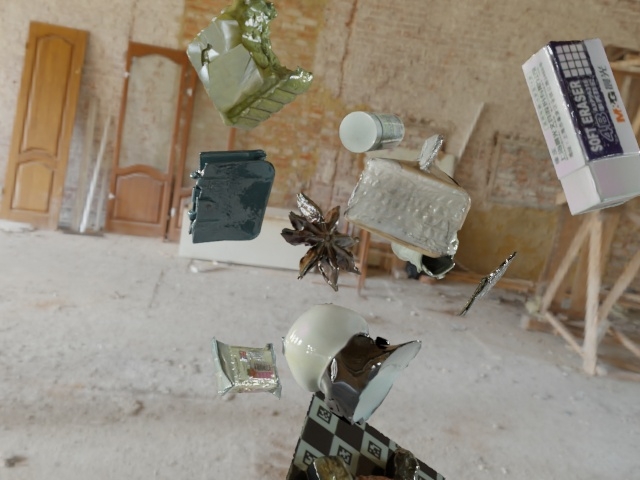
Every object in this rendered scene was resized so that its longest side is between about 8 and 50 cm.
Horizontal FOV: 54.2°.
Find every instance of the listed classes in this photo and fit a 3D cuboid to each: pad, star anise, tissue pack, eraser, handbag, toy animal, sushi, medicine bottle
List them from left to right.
[{"bbox_3d":[-0.202,-0.092,1.360,0.179,0.229,0.062,-7,46,-29],"label":"handbag"},{"bbox_3d":[-0.001,-0.001,1.639,0.288,0.288,0.088,-2,-20,-45],"label":"star anise"},{"bbox_3d":[0.038,0.174,0.970,0.179,0.166,0.138,35,-17,19],"label":"toy animal"},{"bbox_3d":[0.115,-0.236,1.354,0.086,0.086,0.183,13,15,23],"label":"medicine bottle"},{"bbox_3d":[0.108,0.451,1.122,0.343,0.064,0.359,37,27,-6],"label":"sushi"},{"bbox_3d":[0.195,-0.114,1.292,0.239,0.238,0.305,10,9,8],"label":"tissue pack"},{"bbox_3d":[0.495,0.130,1.846,0.022,0.174,0.233,40,39,20],"label":"pad"},{"bbox_3d":[0.456,-0.197,1.074,0.130,0.287,0.086,-13,-9,-20],"label":"eraser"}]

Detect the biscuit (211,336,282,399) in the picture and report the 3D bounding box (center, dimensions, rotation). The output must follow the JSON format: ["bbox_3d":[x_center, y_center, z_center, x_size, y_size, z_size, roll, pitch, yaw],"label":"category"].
[{"bbox_3d":[-0.223,0.391,1.915,0.079,0.186,0.309,-26,-26,27],"label":"biscuit"}]

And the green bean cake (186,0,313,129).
[{"bbox_3d":[-0.161,-0.393,1.386,0.233,0.236,0.124,-31,-8,22],"label":"green bean cake"}]

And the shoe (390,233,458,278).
[{"bbox_3d":[0.275,0.028,1.585,0.124,0.159,0.316,-14,-18,-9],"label":"shoe"}]
